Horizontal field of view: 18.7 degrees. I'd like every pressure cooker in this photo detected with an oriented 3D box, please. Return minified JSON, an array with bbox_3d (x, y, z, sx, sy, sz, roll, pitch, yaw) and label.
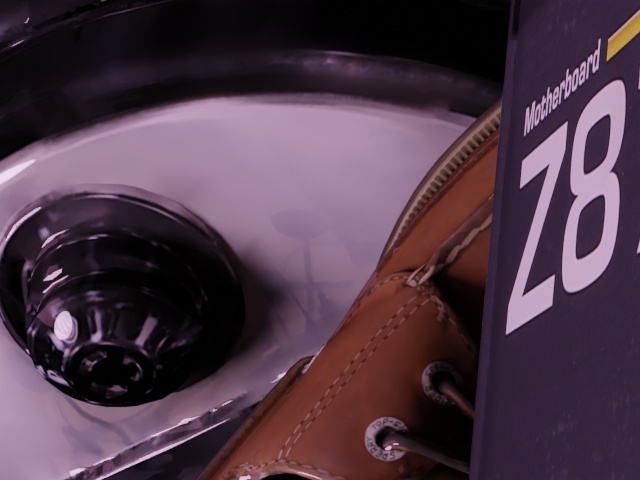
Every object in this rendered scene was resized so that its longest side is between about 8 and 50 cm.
[{"bbox_3d":[-0.005,-0.003,0.753,0.420,0.375,0.370,-87,12,-50],"label":"pressure cooker"}]

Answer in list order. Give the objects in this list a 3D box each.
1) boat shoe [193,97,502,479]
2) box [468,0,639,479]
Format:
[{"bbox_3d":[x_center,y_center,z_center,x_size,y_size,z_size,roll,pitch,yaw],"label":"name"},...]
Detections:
[{"bbox_3d":[0.034,0.066,0.505,0.307,0.110,0.104,-50,5,11],"label":"boat shoe"},{"bbox_3d":[0.123,-0.017,0.265,0.395,0.097,0.318,138,142,-71],"label":"box"}]
